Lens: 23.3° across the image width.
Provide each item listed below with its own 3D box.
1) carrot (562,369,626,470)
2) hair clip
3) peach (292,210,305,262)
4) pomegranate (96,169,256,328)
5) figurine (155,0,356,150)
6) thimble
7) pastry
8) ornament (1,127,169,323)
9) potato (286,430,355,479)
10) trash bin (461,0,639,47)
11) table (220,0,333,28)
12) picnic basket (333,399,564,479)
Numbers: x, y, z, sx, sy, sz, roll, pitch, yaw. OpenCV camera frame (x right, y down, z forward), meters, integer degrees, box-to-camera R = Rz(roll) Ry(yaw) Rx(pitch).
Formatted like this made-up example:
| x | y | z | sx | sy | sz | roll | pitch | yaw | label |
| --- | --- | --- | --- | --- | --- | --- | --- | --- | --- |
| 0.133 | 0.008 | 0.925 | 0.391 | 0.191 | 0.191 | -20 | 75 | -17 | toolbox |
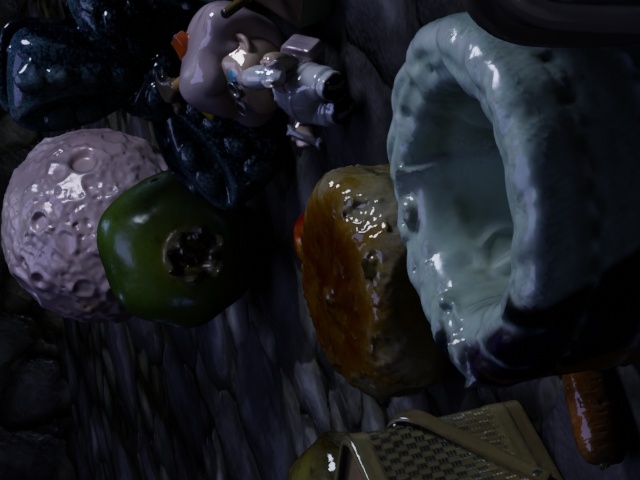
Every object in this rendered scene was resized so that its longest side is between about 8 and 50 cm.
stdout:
| x | y | z | sx | sy | sz | roll | pitch | yaw | label |
| --- | --- | --- | --- | --- | --- | --- | --- | --- | --- |
| 0.170 | 0.071 | 1.028 | 0.035 | 0.035 | 0.165 | 125 | 135 | -65 | carrot |
| -0.169 | -0.171 | 1.598 | 0.206 | 0.310 | 0.194 | -67 | 23 | 1 | hair clip |
| 0.000 | 0.000 | 1.490 | 0.083 | 0.050 | 0.077 | -148 | 52 | -72 | peach |
| -0.155 | 0.011 | 1.742 | 0.225 | 0.187 | 0.187 | -160 | 62 | -77 | pomegranate |
| -0.060 | -0.158 | 1.446 | 0.229 | 0.112 | 0.137 | 20 | 154 | 39 | figurine |
| 0.133 | -0.034 | 0.906 | 0.237 | 0.150 | 0.237 | 171 | 90 | -73 | thimble |
| 0.046 | 0.035 | 1.293 | 0.182 | 0.093 | 0.192 | -140 | 44 | -60 | pastry |
| -0.283 | -0.016 | 2.031 | 0.259 | 0.225 | 0.259 | 11 | -90 | -71 | ornament |
| 0.016 | 0.271 | 1.476 | 0.251 | 0.113 | 0.149 | 115 | 151 | -45 | potato |
| 0.126 | -0.217 | 0.800 | 0.290 | 0.182 | 0.209 | -131 | 35 | -67 | trash bin |
| -0.104 | -0.292 | 1.426 | 0.240 | 0.111 | 0.121 | 36 | 137 | 32 | table |
| 0.112 | 0.258 | 1.121 | 0.267 | 0.139 | 0.165 | -117 | 25 | -43 | picnic basket |
